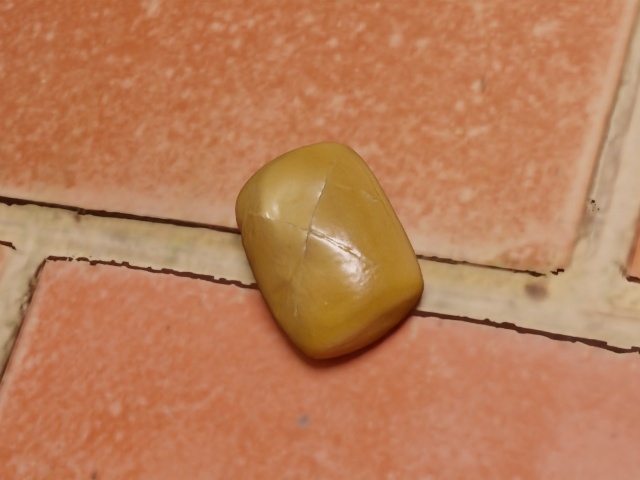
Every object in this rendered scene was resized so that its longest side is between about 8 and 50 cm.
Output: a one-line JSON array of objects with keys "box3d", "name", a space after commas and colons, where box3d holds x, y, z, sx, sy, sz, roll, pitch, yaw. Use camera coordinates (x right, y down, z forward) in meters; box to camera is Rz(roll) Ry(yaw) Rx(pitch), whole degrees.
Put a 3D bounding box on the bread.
[{"box3d": [0.000, 0.000, 0.738, 0.082, 0.056, 0.115, -26, 59, 10], "name": "bread"}]
